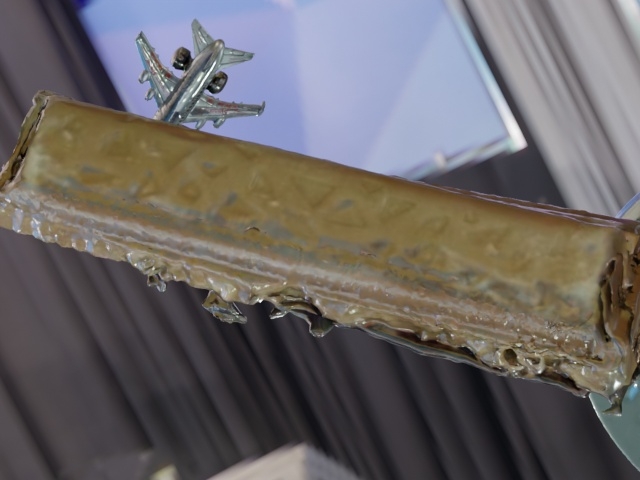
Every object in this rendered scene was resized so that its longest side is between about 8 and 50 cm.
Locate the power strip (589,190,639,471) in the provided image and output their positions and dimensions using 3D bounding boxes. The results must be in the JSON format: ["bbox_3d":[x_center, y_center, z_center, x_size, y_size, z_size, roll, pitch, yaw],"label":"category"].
[{"bbox_3d":[0.216,0.070,1.001,0.054,0.253,0.167,-48,164,-49],"label":"power strip"}]

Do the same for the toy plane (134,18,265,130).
[{"bbox_3d":[-0.071,-0.080,1.067,0.083,0.078,0.031,-51,-167,38],"label":"toy plane"}]

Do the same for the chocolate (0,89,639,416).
[{"bbox_3d":[0.001,-0.006,0.930,0.329,0.065,0.102,13,-134,12],"label":"chocolate"}]
